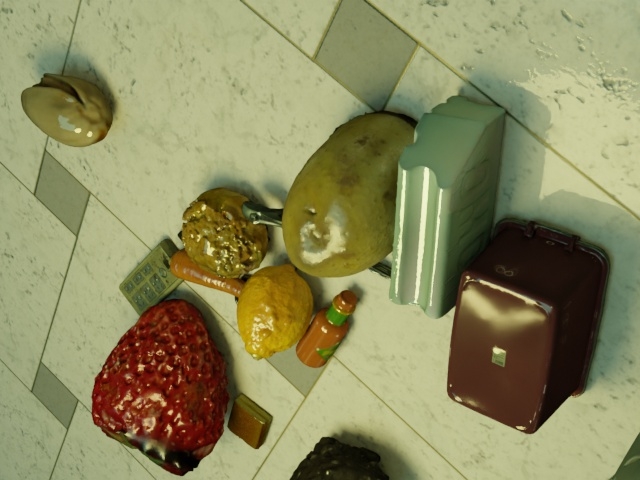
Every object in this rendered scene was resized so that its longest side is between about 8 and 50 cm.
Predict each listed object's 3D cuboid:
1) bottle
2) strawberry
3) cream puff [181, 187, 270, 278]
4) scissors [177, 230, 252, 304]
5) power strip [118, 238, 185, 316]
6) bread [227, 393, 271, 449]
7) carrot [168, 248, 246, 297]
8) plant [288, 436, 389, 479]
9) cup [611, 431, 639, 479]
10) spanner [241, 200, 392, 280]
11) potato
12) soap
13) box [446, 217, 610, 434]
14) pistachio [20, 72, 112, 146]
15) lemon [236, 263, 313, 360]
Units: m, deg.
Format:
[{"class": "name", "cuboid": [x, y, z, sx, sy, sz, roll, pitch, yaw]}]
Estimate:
[{"class": "bottle", "cuboid": [0.016, 0.158, 1.793, 0.069, 0.069, 0.187, 42, 135, 13]}, {"class": "strawberry", "cuboid": [-0.319, 0.309, 2.057, 0.291, 0.310, 0.292, 24, 156, 11]}, {"class": "cream puff", "cuboid": [-0.184, -0.003, 1.827, 0.189, 0.129, 0.189, 23, 130, 31]}, {"class": "scissors", "cuboid": [-0.206, 0.052, 1.956, 0.220, 0.017, 0.088, 40, 134, 16]}, {"class": "power strip", "cuboid": [-0.343, 0.075, 2.070, 0.092, 0.034, 0.268, 53, 136, 2]}, {"class": "bread", "cuboid": [-0.152, 0.388, 2.090, 0.090, 0.035, 0.094, 34, 132, 20]}, {"class": "carrot", "cuboid": [-0.196, 0.077, 1.913, 0.256, 0.061, 0.061, 22, 127, 24]}, {"class": "plant", "cuboid": [0.031, 0.482, 1.878, 0.178, 0.204, 0.234, 36, 179, -3]}, {"class": "cup", "cuboid": [0.522, 0.419, 1.373, 0.259, 0.274, 0.357, 26, 128, 27]}, {"class": "spanner", "cuboid": [0.000, 0.000, 1.713, 0.325, 0.093, 0.026, 26, 110, 19]}, {"class": "potato", "cuboid": [0.046, -0.052, 1.550, 0.285, 0.242, 0.242, -35, 90, 43]}, {"class": "soap", "cuboid": [0.189, -0.049, 1.455, 0.095, 0.173, 0.290, 20, 125, 29]}, {"class": "box", "cuboid": [0.303, 0.135, 1.471, 0.193, 0.167, 0.294, 20, 126, 28]}, {"class": "pistachio", "cuboid": [-0.504, -0.258, 1.948, 0.215, 0.144, 0.144, 26, 129, 34]}, {"class": "lemon", "cuboid": [-0.085, 0.132, 1.795, 0.142, 0.187, 0.142, 18, 166, 5]}]
